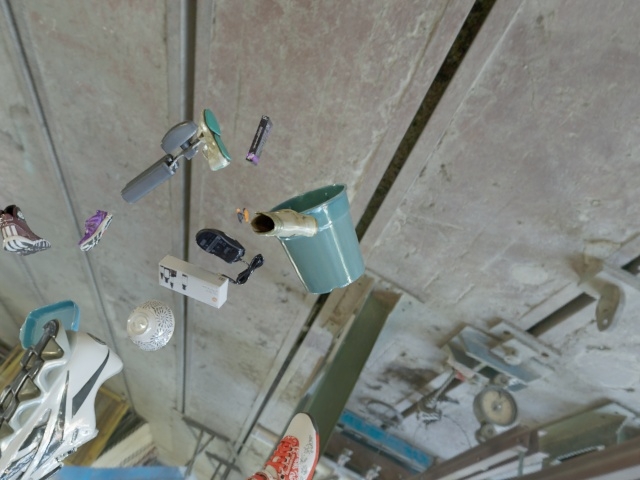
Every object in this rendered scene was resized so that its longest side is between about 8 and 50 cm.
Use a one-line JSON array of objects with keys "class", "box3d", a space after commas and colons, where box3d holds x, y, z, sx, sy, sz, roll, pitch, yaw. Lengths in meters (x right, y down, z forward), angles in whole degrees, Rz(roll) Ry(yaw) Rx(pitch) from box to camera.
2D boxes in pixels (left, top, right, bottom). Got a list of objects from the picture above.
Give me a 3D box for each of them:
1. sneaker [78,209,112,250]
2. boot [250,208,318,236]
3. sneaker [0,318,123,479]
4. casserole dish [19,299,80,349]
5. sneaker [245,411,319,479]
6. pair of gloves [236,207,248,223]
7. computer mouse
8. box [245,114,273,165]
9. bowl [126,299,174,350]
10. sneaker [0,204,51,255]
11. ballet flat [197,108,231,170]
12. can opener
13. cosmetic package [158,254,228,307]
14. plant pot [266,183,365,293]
[{"class": "sneaker", "box3d": [-0.778, -0.036, 1.701, 0.071, 0.170, 0.068, 24, 138, -8]}, {"class": "boot", "box3d": [-0.134, -0.051, 1.416, 0.213, 0.165, 0.077, 12, 99, 47]}, {"class": "sneaker", "box3d": [-0.399, 0.289, 0.702, 0.146, 0.330, 0.122, 39, 165, -37]}, {"class": "casserole dish", "box3d": [-0.700, 0.223, 1.306, 0.188, 0.114, 0.037, -16, 150, 14]}, {"class": "sneaker", "box3d": [-0.091, 0.518, 1.129, 0.090, 0.270, 0.145, -7, 151, 41]}, {"class": "pair of gloves", "box3d": [-0.364, -0.116, 2.345, 0.010, 0.083, 0.074, -8, 94, 26]}, {"class": "computer mouse", "box3d": [-0.351, 0.054, 1.835, 0.262, 0.060, 0.184, 29, 122, -17]}, {"class": "box", "box3d": [-0.208, -0.339, 1.706, 0.029, 0.162, 0.116, 23, -179, -1]}, {"class": "bowl", "box3d": [-0.578, 0.277, 1.650, 0.170, 0.170, 0.080, 19, 173, 16]}, {"class": "sneaker", "box3d": [-1.023, -0.041, 1.721, 0.281, 0.106, 0.162, 157, 94, -73]}, {"class": "ballet flat", "box3d": [-0.244, -0.222, 1.095, 0.052, 0.168, 0.057, -32, 147, 13]}, {"class": "can opener", "box3d": [-0.413, -0.207, 1.283, 0.283, 0.076, 0.095, -31, 117, 16]}, {"class": "cosmetic package", "box3d": [-0.436, 0.141, 1.706, 0.239, 0.060, 0.099, 19, 126, 12]}, {"class": "plant pot", "box3d": [0.000, 0.000, 1.904, 0.341, 0.341, 0.334, -8, 112, 42]}]
